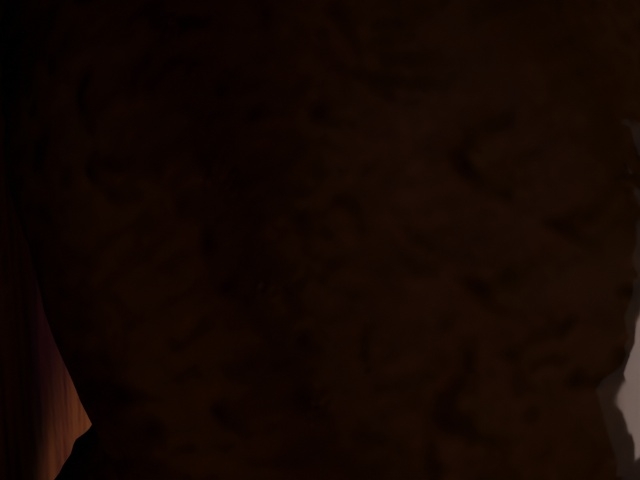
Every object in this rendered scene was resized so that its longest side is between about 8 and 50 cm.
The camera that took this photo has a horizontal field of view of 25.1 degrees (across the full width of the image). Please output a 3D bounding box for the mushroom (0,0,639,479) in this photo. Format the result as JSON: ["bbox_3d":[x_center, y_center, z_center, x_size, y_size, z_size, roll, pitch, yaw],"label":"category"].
[{"bbox_3d":[-0.002,0.017,0.500,0.334,0.356,0.331,55,41,-20],"label":"mushroom"}]
